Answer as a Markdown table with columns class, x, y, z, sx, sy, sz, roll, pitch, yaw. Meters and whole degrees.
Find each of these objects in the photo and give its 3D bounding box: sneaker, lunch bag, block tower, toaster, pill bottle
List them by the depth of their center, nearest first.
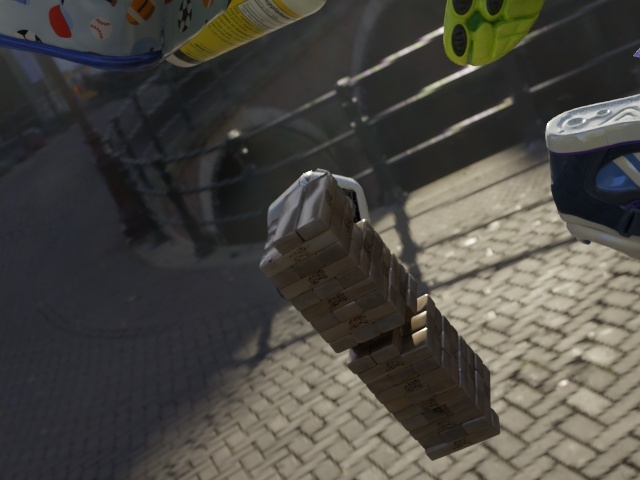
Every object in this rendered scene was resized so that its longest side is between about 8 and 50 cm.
| class | x | y | z | sx | sy | sz | roll | pitch | yaw |
| --- | --- | --- | --- | --- | --- | --- | --- | --- | --- |
| block tower | 0.067 | 0.088 | 1.053 | 0.091 | 0.335 | 0.097 | -27 | 26 | 24 |
| lunch bag | -0.242 | -0.291 | 1.097 | 0.243 | 0.115 | 0.303 | 12 | 31 | 12 |
| sneaker | 0.214 | -0.332 | 1.164 | 0.123 | 0.109 | 0.296 | 103 | -176 | -78 |
| sneaker | 0.493 | -0.086 | 1.411 | 0.322 | 0.236 | 0.130 | -7 | 30 | 25 |
| pill bottle | -0.106 | -0.398 | 1.464 | 0.333 | 0.188 | 0.188 | -18 | 18 | 28 |
| toaster | 0.000 | 0.000 | 1.559 | 0.129 | 0.227 | 0.146 | 9 | -34 | -25 |

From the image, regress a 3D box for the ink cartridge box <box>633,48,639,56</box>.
| class | x | y | z | sx | sy | sz | roll | pitch | yaw |
| --- | --- | --- | --- | --- | --- | --- | --- | --- | --- |
| ink cartridge box | 0.573 | -0.277 | 1.364 | 0.206 | 0.045 | 0.208 | 7 | -20 | -6 |
